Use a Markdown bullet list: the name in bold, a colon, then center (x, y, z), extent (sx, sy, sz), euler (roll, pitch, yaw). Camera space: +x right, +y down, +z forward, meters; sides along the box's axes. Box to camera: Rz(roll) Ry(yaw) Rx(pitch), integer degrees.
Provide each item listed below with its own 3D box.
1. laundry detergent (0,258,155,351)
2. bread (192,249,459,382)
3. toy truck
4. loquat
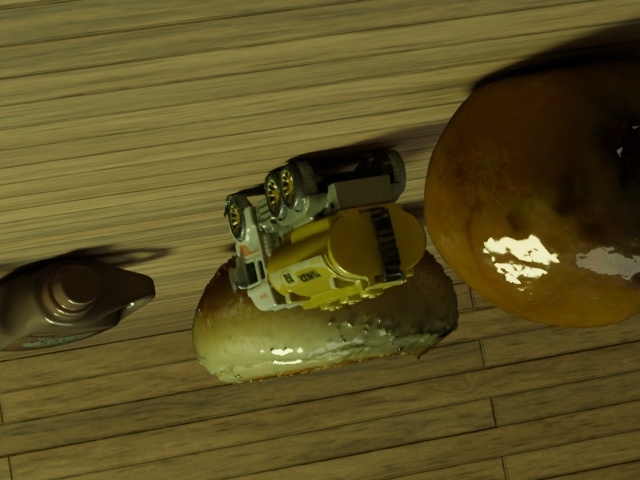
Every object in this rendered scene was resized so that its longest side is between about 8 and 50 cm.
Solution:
- **laundry detergent**: center (-0.248, 0.059, 1.638), extent (0.171, 0.076, 0.237), euler (-8, 172, -29)
- **bread**: center (0.004, 0.068, 1.748), extent (0.306, 0.158, 0.305), euler (-7, 173, -1)
- **toy truck**: center (0.000, 0.000, 1.264), extent (0.098, 0.114, 0.227), euler (-8, 174, -22)
- **loquat**: center (0.167, -0.032, 1.011), extent (0.187, 0.176, 0.234), euler (-26, -176, -22)
